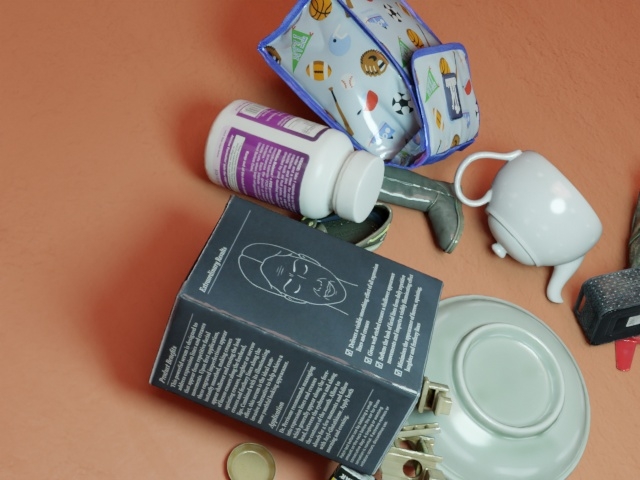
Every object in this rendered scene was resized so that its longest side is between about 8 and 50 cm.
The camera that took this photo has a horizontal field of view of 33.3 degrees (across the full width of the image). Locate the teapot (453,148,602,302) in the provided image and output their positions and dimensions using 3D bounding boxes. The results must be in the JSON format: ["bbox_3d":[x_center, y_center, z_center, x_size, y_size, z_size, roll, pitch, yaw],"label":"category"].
[{"bbox_3d":[0.407,-0.043,2.088,0.187,0.252,0.256,-40,53,3],"label":"teapot"}]

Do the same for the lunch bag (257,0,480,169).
[{"bbox_3d":[0.130,-0.314,2.061,0.385,0.239,0.328,50,28,8],"label":"lunch bag"}]

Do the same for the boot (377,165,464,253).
[{"bbox_3d":[0.173,-0.075,2.091,0.209,0.076,0.189,19,42,-16],"label":"boot"}]

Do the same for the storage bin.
[{"bbox_3d":[0.596,0.123,2.071,0.180,0.122,0.084,-12,53,-12],"label":"storage bin"}]

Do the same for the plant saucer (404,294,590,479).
[{"bbox_3d":[0.325,0.263,1.935,0.401,0.100,0.400,8,59,-14],"label":"plant saucer"}]

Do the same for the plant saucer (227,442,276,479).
[{"bbox_3d":[-0.115,0.376,1.764,0.083,0.015,0.083,9,59,-15],"label":"plant saucer"}]

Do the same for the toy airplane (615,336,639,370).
[{"bbox_3d":[0.631,0.200,2.120,0.151,0.028,0.151,8,57,-13],"label":"toy airplane"}]

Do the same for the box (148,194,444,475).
[{"bbox_3d":[-0.033,0.148,1.743,0.396,0.212,0.293,23,37,-1],"label":"box"}]

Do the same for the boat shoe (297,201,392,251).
[{"bbox_3d":[-0.002,-0.004,1.976,0.305,0.091,0.109,-18,69,-27],"label":"boat shoe"}]

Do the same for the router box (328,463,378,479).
[{"bbox_3d":[0.074,0.455,1.721,0.179,0.133,0.046,32,12,1],"label":"router box"}]

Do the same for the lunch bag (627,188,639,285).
[{"bbox_3d":[0.794,-0.004,2.187,0.305,0.212,0.256,22,53,-10],"label":"lunch bag"}]

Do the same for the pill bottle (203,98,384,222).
[{"bbox_3d":[-0.045,-0.137,1.939,0.302,0.169,0.169,21,54,20],"label":"pill bottle"}]

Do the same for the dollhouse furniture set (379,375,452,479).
[{"bbox_3d":[0.155,0.318,1.752,0.101,0.182,0.160,12,96,-3],"label":"dollhouse furniture set"}]
